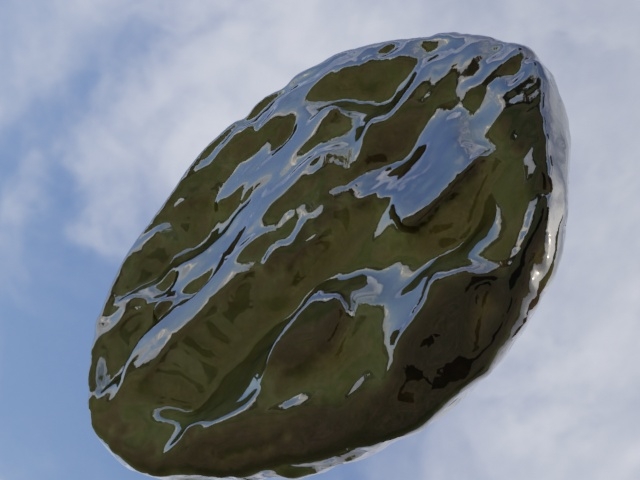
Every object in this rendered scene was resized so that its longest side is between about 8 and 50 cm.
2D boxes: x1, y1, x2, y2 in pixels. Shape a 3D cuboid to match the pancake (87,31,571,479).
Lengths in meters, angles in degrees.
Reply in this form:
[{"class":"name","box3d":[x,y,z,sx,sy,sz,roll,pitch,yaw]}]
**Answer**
[{"class":"pancake","box3d":[0.000,0.000,0.515,0.294,0.294,0.049,-15,-44,37]}]
